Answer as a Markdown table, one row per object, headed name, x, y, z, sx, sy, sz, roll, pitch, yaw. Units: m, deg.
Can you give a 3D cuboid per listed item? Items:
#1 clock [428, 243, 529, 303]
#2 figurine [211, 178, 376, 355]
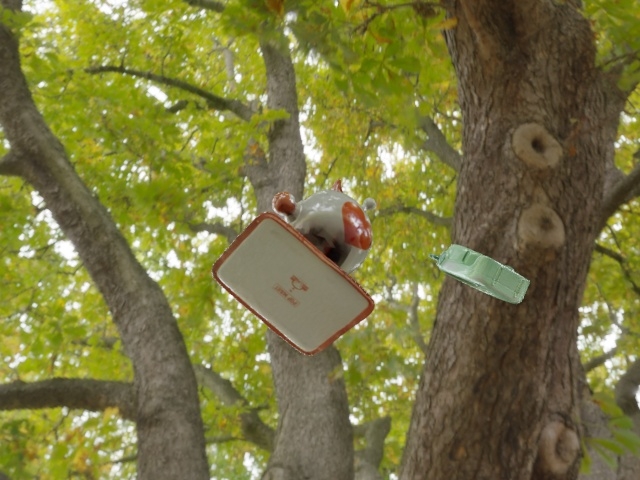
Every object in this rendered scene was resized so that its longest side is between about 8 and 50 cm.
| name | x | y | z | sx | sy | sz | roll | pitch | yaw |
| --- | --- | --- | --- | --- | --- | --- | --- | --- | --- |
| clock | 0.323 | 0.062 | 1.405 | 0.159 | 0.211 | 0.066 | 27 | -91 | -35 |
| figurine | 0.000 | 0.000 | 0.911 | 0.183 | 0.226 | 0.160 | 42 | -50 | -7 |
